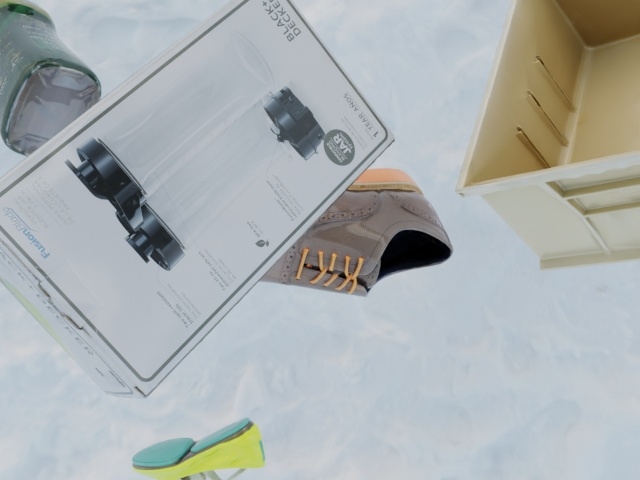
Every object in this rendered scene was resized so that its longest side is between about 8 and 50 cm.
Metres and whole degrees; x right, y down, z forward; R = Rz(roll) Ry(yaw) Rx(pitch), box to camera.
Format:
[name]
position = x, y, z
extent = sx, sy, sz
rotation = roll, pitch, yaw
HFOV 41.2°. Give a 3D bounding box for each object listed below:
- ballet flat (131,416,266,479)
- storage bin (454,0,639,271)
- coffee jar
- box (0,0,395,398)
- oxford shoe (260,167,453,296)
[ballet flat]
position = -0.169, 0.311, 1.190
extent = 0.231, 0.077, 0.077
rotation = -23, 99, 30
[storage bin]
position = 0.269, -0.127, 0.635
extent = 0.260, 0.262, 0.123
rotation = -10, 139, 43
[coffee jar]
position = -0.273, -0.158, 0.790
extent = 0.079, 0.184, 0.096
rotation = 10, 118, -43
[box]
position = -0.097, -0.045, 0.629
extent = 0.169, 0.087, 0.290
rotation = 50, 62, -15
[oxford shoe]
position = 0.000, 0.000, 0.978
extent = 0.364, 0.132, 0.130
rotation = -12, 138, -32
